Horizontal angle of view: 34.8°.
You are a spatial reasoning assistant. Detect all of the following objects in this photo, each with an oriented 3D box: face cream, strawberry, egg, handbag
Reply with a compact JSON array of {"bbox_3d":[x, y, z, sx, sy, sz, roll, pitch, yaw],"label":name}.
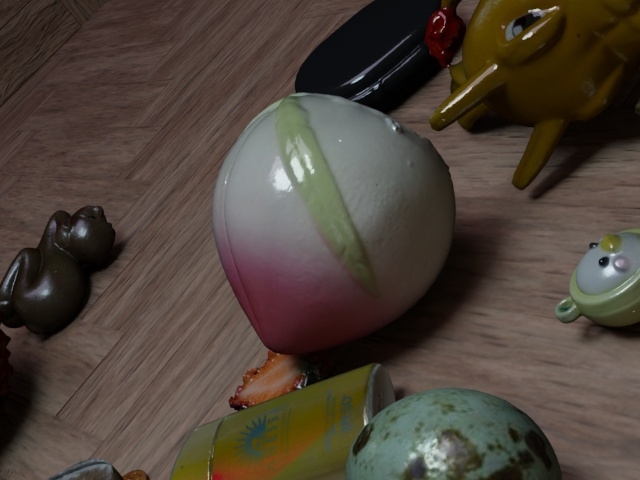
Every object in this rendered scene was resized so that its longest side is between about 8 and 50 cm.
[{"bbox_3d":[-0.049,0.237,1.148,0.285,0.067,0.139,-24,40,25],"label":"face cream"},{"bbox_3d":[-0.047,0.177,1.257,0.152,0.048,0.103,-26,37,38],"label":"strawberry"},{"bbox_3d":[0.109,0.214,0.908,0.169,0.169,0.231,-52,23,-23],"label":"egg"},{"bbox_3d":[0.096,-0.307,1.722,0.308,0.093,0.254,-41,31,-4],"label":"handbag"}]

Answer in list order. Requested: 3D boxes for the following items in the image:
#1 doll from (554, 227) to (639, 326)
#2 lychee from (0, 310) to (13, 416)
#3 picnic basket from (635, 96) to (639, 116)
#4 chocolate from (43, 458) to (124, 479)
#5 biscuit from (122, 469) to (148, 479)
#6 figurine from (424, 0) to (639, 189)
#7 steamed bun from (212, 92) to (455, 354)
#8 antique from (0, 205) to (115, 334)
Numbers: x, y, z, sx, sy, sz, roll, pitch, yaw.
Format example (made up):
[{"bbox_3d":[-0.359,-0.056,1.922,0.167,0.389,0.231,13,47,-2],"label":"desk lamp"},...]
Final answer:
[{"bbox_3d":[0.353,-0.010,0.997,0.296,0.117,0.141,-32,27,11],"label":"doll"},{"bbox_3d":[-0.714,0.211,1.578,0.500,0.424,0.424,-20,34,23],"label":"lychee"},{"bbox_3d":[0.441,-0.198,1.147,0.138,0.128,0.178,4,67,47],"label":"picnic basket"},{"bbox_3d":[-0.329,0.370,1.267,0.254,0.080,0.157,-24,30,35],"label":"chocolate"},{"bbox_3d":[-0.252,0.333,1.297,0.078,0.015,0.091,-30,30,14],"label":"biscuit"},{"bbox_3d":[0.270,-0.276,1.323,0.268,0.400,0.387,5,39,-2],"label":"figurine"},{"bbox_3d":[0.000,0.000,1.216,0.309,0.309,0.309,-28,31,19],"label":"steamed bun"},{"bbox_3d":[-0.459,0.049,1.818,0.143,0.121,0.256,4,50,41],"label":"antique"}]
